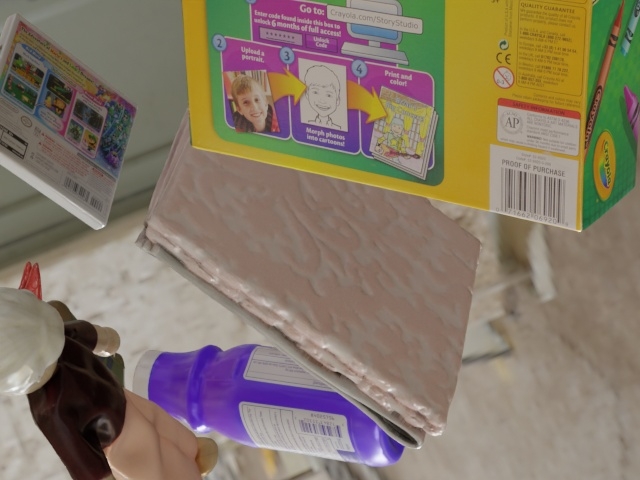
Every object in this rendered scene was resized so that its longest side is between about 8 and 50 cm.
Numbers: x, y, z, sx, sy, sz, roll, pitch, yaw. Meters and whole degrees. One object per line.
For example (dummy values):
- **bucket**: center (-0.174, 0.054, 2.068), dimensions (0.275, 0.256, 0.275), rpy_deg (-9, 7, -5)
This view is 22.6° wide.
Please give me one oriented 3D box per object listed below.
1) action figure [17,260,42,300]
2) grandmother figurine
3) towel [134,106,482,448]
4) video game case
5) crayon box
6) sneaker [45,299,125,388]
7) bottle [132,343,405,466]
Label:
- **action figure**: center (-0.432, 0.018, 1.617), dimensions (0.091, 0.280, 0.139), rpy_deg (175, 88, -72)
- **grandmother figurine**: center (-0.198, 0.153, 1.383), dimensions (0.342, 0.104, 0.208), rpy_deg (51, -171, -45)
- **towel**: center (0.000, 0.000, 1.480), dimensions (0.332, 0.053, 0.317), rpy_deg (37, -147, -13)
- **video game case**: center (-0.240, -0.108, 1.458), dimensions (0.157, 0.019, 0.143), rpy_deg (37, -132, -35)
- **crayon box**: center (0.048, -0.120, 0.953), dimensions (0.278, 0.081, 0.165), rpy_deg (14, 119, 29)
- **sneaker**: center (-0.285, 0.151, 1.971), dimensions (0.064, 0.086, 0.192), rpy_deg (-3, 110, 43)
- **bottle**: center (-0.052, 0.160, 1.625), dimensions (0.118, 0.282, 0.092), rpy_deg (66, -144, -51)
